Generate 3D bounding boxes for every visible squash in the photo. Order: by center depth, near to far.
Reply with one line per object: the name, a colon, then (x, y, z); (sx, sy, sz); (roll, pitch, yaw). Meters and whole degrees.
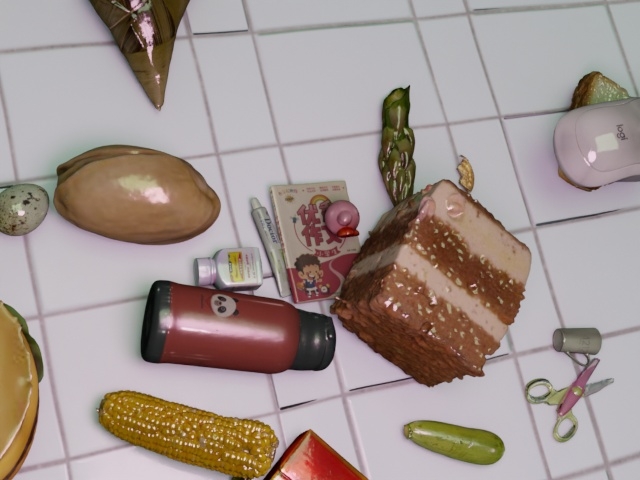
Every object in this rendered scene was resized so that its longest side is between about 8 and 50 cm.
squash: (0.249, 0.371, 1.763); (0.201, 0.066, 0.066); (15, 69, -13)

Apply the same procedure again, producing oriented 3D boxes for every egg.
egg: (-0.516, -0.055, 1.641); (0.085, 0.085, 0.110); (40, 48, -3)

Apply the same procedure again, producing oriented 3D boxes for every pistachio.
pistachio: (-0.317, -0.078, 1.674); (0.293, 0.181, 0.162); (5, 35, -19)

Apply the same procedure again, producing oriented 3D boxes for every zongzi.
zongzi: (-0.283, -0.435, 1.826); (0.274, 0.145, 0.300); (-35, 105, -30)

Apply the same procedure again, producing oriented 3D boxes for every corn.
corn: (-0.225, 0.327, 1.602); (0.313, 0.102, 0.102); (13, 70, -3)

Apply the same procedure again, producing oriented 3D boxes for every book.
book: (0.000, 0.000, 1.813); (0.162, 0.022, 0.232); (-5, 76, -28)

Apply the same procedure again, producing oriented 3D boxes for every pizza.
pizza: (0.299, -0.137, 1.966); (0.037, 0.016, 0.083); (-7, 79, -21)

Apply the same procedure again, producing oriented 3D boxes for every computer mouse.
computer mouse: (0.613, -0.206, 1.923); (0.296, 0.121, 0.184); (-6, 73, -17)

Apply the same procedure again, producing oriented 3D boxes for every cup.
cup: (0.513, 0.211, 1.911); (0.083, 0.054, 0.075); (3, 102, -14)

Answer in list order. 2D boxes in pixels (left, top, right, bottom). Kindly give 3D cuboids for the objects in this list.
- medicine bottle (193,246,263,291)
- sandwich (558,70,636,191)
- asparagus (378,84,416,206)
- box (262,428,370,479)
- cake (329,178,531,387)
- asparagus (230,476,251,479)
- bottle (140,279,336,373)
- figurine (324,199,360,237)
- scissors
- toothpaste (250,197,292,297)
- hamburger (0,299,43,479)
medicine bottle: (-0.168, 0.054, 1.734); (0.118, 0.055, 0.074); (-2, 75, -18)
sandwich: (0.659, -0.205, 2.056); (0.288, 0.099, 0.254); (19, 68, -11)
asparagus: (0.153, -0.186, 1.903); (0.080, 0.080, 0.287); (2, 74, -17)
box: (-0.047, 0.505, 1.616); (0.197, 0.089, 0.313); (41, 65, -1)
cake: (0.207, 0.084, 1.726); (0.282, 0.255, 0.290); (38, 68, -11)
asparagus: (-0.131, 0.411, 1.649); (0.036, 0.030, 0.165); (35, 66, 19)
bottle: (-0.136, 0.162, 1.663); (0.336, 0.144, 0.144); (10, 71, -15)
figurine: (0.041, -0.041, 1.791); (0.067, 0.083, 0.071); (-8, 88, -3)
scissors: (0.502, 0.303, 1.891); (0.187, 0.020, 0.133); (-30, 80, -22)
toothpaste: (-0.089, 0.010, 1.788); (0.048, 0.029, 0.197); (-19, 83, -29)
hamburger: (-0.596, 0.241, 1.416); (0.395, 0.277, 0.396); (5, 71, -14)
